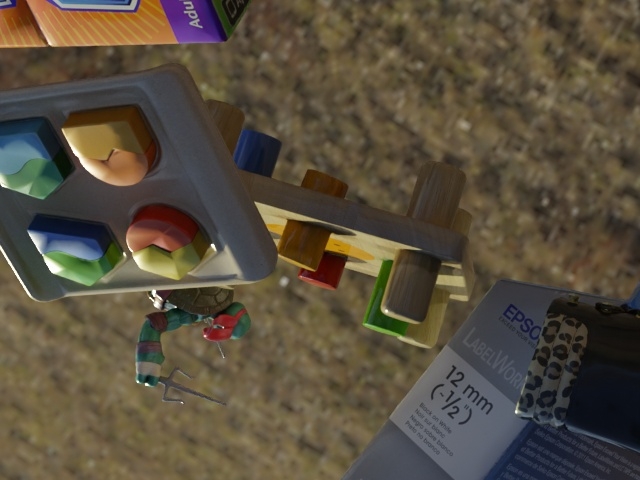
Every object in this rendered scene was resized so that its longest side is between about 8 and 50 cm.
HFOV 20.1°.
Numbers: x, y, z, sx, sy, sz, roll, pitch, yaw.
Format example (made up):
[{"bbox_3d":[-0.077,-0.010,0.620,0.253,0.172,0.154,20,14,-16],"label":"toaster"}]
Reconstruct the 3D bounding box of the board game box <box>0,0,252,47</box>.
[{"bbox_3d":[-0.220,-0.411,1.517,0.356,0.356,0.356,3,136,28],"label":"board game box"}]

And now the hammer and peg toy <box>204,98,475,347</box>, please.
[{"bbox_3d":[0.000,0.000,1.528,0.266,0.127,0.361,16,173,8],"label":"hammer and peg toy"}]

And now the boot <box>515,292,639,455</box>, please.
[{"bbox_3d":[0.255,0.058,1.289,0.178,0.236,0.085,18,155,13],"label":"boot"}]

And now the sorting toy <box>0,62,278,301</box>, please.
[{"bbox_3d":[-0.157,-0.031,1.295,0.208,0.038,0.193,-8,128,24],"label":"sorting toy"}]

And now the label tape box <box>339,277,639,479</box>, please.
[{"bbox_3d":[0.195,0.139,1.467,0.115,0.348,0.249,40,-175,37],"label":"label tape box"}]

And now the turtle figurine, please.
[{"bbox_3d":[-0.151,0.054,1.836,0.234,0.175,0.118,37,123,6],"label":"turtle figurine"}]
